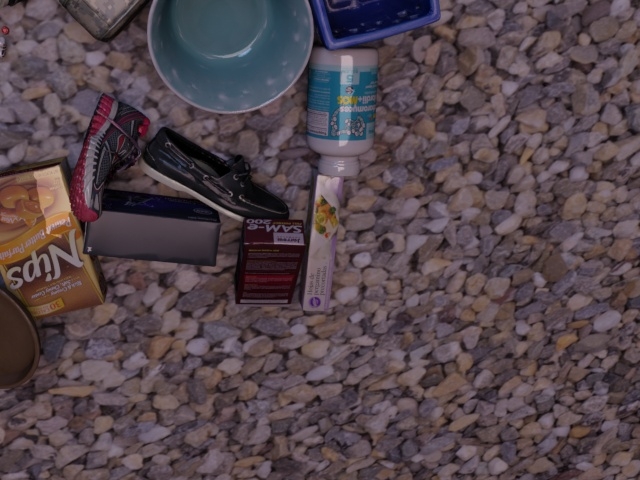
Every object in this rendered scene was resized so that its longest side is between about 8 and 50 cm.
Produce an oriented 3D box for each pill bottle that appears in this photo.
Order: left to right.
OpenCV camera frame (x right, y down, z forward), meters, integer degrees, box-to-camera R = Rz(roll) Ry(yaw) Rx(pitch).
[{"bbox_3d":[0.044,-0.272,1.576,0.146,0.146,0.264,-2,109,-11],"label":"pill bottle"}]

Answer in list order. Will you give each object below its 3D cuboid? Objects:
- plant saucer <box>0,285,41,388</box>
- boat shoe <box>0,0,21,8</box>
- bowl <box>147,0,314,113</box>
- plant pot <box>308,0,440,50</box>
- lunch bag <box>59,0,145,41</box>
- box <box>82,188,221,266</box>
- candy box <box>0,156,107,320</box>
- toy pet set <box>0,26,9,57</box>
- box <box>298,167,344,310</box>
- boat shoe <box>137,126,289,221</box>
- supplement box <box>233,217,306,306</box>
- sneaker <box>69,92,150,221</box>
[{"bbox_3d":[-0.709,0.189,1.587,0.278,0.041,0.277,6,117,12],"label":"plant saucer"},{"bbox_3d":[-0.621,-0.552,1.400,0.079,0.084,0.233,-35,109,-39],"label":"boat shoe"},{"bbox_3d":[-0.181,-0.418,1.454,0.312,0.163,0.311,-8,123,-12],"label":"bowl"},{"bbox_3d":[0.075,-0.517,1.465,0.236,0.212,0.236,-17,111,-4],"label":"plant pot"},{"bbox_3d":[-0.388,-0.551,1.361,0.256,0.212,0.305,43,94,-19],"label":"lunch bag"},{"bbox_3d":[-0.346,-0.030,1.560,0.261,0.184,0.103,6,108,-14],"label":"box"},{"bbox_3d":[-0.581,0.001,1.573,0.183,0.087,0.316,-13,110,-5],"label":"candy box"},{"bbox_3d":[-0.672,-0.364,1.446,0.122,0.065,0.114,6,107,-13],"label":"toy pet set"},{"bbox_3d":[0.000,0.000,1.702,0.063,0.067,0.324,3,109,-11],"label":"box"},{"bbox_3d":[-0.205,-0.138,1.583,0.340,0.127,0.113,26,113,-9],"label":"boat shoe"},{"bbox_3d":[-0.114,0.052,1.629,0.130,0.073,0.239,2,143,-12],"label":"supplement box"},{"bbox_3d":[-0.407,-0.162,1.458,0.112,0.299,0.121,20,141,-20],"label":"sneaker"}]
